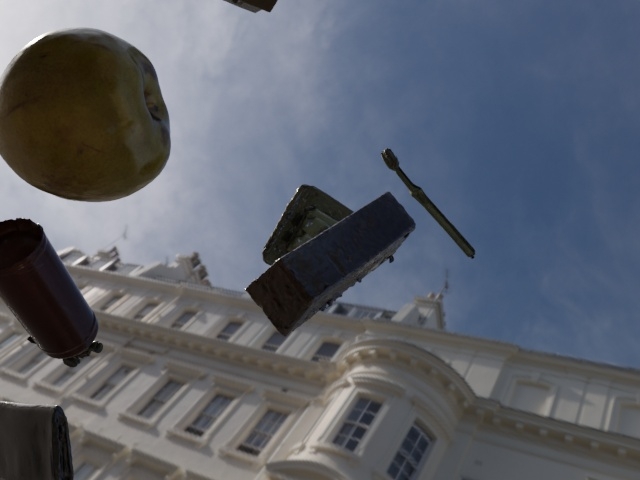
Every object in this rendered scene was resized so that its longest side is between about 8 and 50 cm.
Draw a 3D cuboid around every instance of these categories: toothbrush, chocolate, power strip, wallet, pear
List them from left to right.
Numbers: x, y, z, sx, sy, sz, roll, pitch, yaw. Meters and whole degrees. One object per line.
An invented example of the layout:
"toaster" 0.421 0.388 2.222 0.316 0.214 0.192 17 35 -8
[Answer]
"wallet" -0.292 0.200 0.598 0.157 0.018 0.082 -12 -95 40
"pear" -0.291 -0.148 0.734 0.209 0.209 0.209 17 -53 24
"power strip" 0.000 0.000 1.345 0.213 0.198 0.064 27 2 -37
"chocolate" 0.033 0.021 0.979 0.112 0.321 0.112 50 -45 9
"toothbrush" 0.209 -0.077 1.200 0.294 0.026 0.028 55 -16 20

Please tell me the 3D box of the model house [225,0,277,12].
"model house" -0.140 -0.582 1.220 0.248 0.181 0.176 21 -85 63

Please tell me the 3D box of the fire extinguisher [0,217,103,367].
"fire extinguisher" -0.462 0.111 1.003 0.147 0.106 0.337 9 -41 13
